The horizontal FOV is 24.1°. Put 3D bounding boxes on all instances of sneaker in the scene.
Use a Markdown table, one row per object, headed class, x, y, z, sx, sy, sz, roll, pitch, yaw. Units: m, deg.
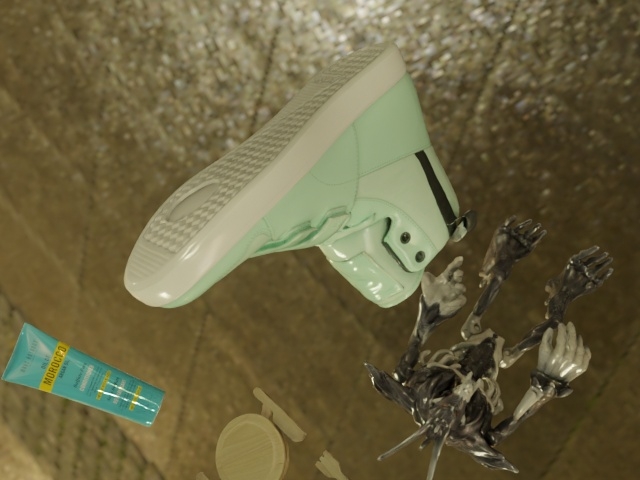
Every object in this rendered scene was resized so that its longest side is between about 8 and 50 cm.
| class | x | y | z | sx | sy | sz | roll | pitch | yaw |
| --- | --- | --- | --- | --- | --- | --- | --- | --- | --- |
| sneaker | 0.001 | 0.000 | 0.931 | 0.094 | 0.256 | 0.151 | -6 | 119 | 49 |

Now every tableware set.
| class | x | y | z | sx | sy | sz | roll | pitch | yaw |
| --- | --- | --- | --- | --- | --- | --- | --- | --- | --- |
| tableware set | -0.029 | 0.250 | 1.501 | 0.194 | 0.039 | 0.128 | 42 | 106 | 31 |

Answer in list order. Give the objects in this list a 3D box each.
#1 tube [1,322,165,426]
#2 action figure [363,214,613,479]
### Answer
| class | x | y | z | sx | sy | sz | roll | pitch | yaw |
| --- | --- | --- | --- | --- | --- | --- | --- | --- | --- |
| tube | -0.310 | 0.184 | 1.979 | 0.207 | 0.080 | 0.052 | 23 | 159 | -8 |
| action figure | 0.147 | 0.087 | 1.309 | 0.164 | 0.275 | 0.141 | 31 | 141 | 8 |
